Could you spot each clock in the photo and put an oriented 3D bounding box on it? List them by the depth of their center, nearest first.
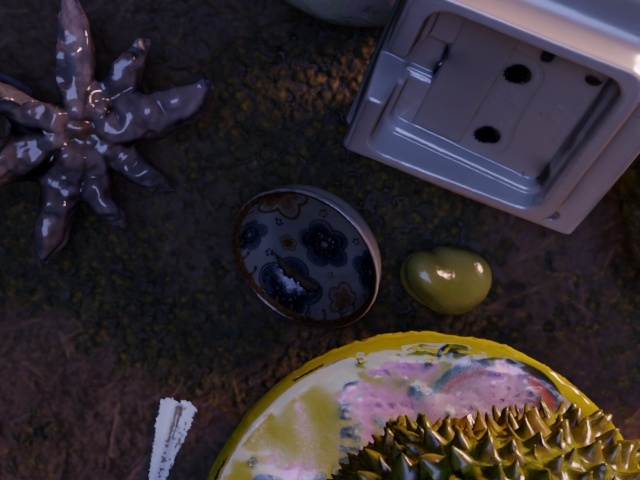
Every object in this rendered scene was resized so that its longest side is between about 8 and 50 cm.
[{"bbox_3d":[0.153,-0.121,0.796,0.231,0.262,0.116,25,54,-1],"label":"clock"}]

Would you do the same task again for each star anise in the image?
[{"bbox_3d":[-0.207,-0.099,0.882,0.236,0.093,0.229,-9,104,-6],"label":"star anise"}]

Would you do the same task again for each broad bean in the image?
[{"bbox_3d":[0.113,0.035,0.914,0.083,0.045,0.063,8,81,-7],"label":"broad bean"}]

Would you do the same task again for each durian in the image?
[{"bbox_3d":[0.116,0.200,0.607,0.236,0.176,0.200,7,113,-11],"label":"durian"}]

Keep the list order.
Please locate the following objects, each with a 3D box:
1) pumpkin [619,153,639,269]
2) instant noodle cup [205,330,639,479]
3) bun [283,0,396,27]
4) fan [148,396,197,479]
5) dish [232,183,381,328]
[{"bbox_3d":[0.349,-0.049,0.831,0.169,0.148,0.312,-25,89,-26],"label":"pumpkin"},{"bbox_3d":[0.072,0.219,0.814,0.325,0.254,0.326,0,91,1],"label":"instant noodle cup"},{"bbox_3d":[0.050,-0.324,0.830,0.293,0.187,0.293,0,90,3],"label":"bun"},{"bbox_3d":[-0.182,0.347,0.941,0.232,0.012,0.415,11,92,-2],"label":"fan"},{"bbox_3d":[0.000,0.000,0.904,0.141,0.078,0.141,14,125,20],"label":"dish"}]
